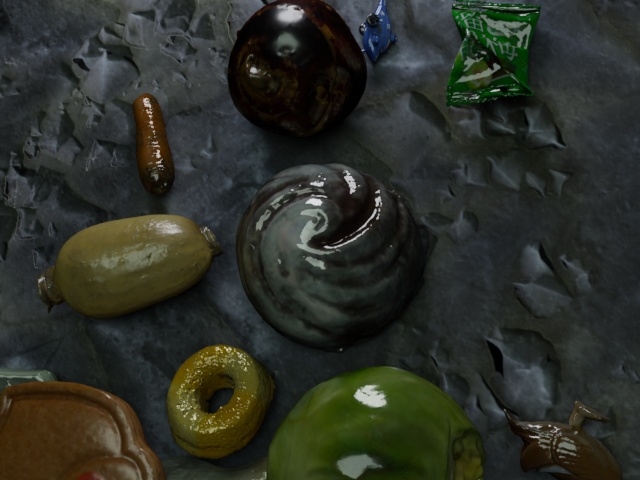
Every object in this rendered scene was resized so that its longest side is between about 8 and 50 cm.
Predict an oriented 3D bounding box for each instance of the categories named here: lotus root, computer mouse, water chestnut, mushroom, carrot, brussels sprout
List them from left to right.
[{"bbox_3d":[-0.488,0.243,1.847,0.181,0.056,0.089,0,92,4],"label":"computer mouse"},{"bbox_3d":[-0.305,0.041,1.833,0.303,0.131,0.146,-15,71,6],"label":"lotus root"},{"bbox_3d":[-0.277,-0.161,1.927,0.060,0.060,0.186,-14,65,6],"label":"carrot"},{"bbox_3d":[-0.141,0.362,1.737,0.223,0.092,0.081,-8,117,12],"label":"mushroom"},{"bbox_3d":[-0.033,-0.273,1.852,0.223,0.238,0.224,5,113,13],"label":"water chestnut"},{"bbox_3d":[0.074,0.340,1.603,0.344,0.268,0.344,1,79,-6],"label":"brussels sprout"}]

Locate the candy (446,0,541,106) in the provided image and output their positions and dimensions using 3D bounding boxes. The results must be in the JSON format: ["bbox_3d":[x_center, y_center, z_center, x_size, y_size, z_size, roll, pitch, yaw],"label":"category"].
[{"bbox_3d":[0.271,-0.299,1.857,0.141,0.078,0.203,9,64,2],"label":"candy"}]

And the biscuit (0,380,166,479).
[{"bbox_3d":[-0.378,0.422,1.729,0.349,0.078,0.455,-25,75,11],"label":"biscuit"}]

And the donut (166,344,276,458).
[{"bbox_3d":[-0.158,0.236,1.758,0.162,0.065,0.178,5,56,19],"label":"donut"}]

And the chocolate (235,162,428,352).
[{"bbox_3d":[0.000,0.000,1.749,0.303,0.213,0.303,-3,75,11],"label":"chocolate"}]

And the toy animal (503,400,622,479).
[{"bbox_3d":[0.336,0.314,1.668,0.188,0.089,0.179,21,94,10],"label":"toy animal"}]

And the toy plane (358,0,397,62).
[{"bbox_3d":[0.101,-0.369,1.925,0.062,0.054,0.167,11,76,-13],"label":"toy plane"}]
